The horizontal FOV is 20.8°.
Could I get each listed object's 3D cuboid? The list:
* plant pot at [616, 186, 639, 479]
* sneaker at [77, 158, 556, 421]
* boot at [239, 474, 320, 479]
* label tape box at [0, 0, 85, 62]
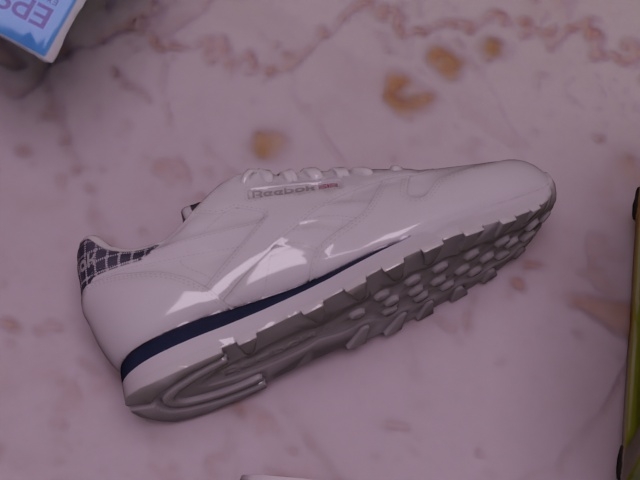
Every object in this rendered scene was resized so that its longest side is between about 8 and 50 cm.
[{"bbox_3d":[0.246,0.030,0.767,0.207,0.227,0.228,6,71,5],"label":"plant pot"},{"bbox_3d":[0.000,0.000,0.835,0.235,0.090,0.095,-20,64,-11],"label":"sneaker"},{"bbox_3d":[0.051,0.159,0.795,0.190,0.069,0.086,5,78,7],"label":"boot"},{"bbox_3d":[-0.154,-0.267,0.903,0.249,0.115,0.348,26,74,7],"label":"label tape box"}]
